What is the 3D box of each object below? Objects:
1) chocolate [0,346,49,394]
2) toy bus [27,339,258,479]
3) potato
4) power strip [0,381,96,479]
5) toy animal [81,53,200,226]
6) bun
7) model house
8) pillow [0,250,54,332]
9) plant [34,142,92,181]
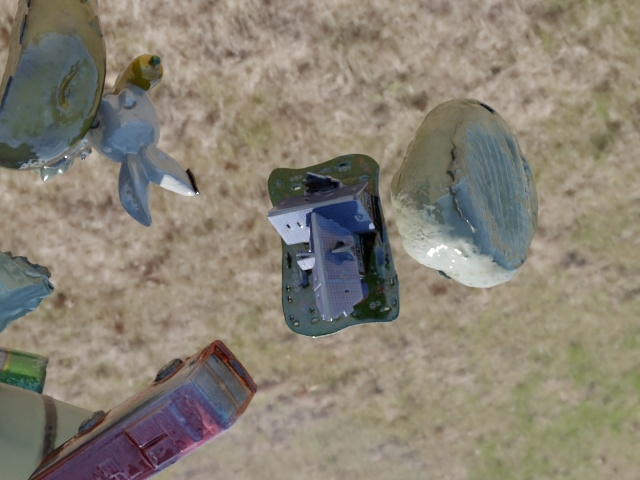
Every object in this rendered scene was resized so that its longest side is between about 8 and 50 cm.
[{"bbox_3d":[-0.529,0.177,1.416,0.291,0.110,0.110,16,140,-15],"label":"chocolate"},{"bbox_3d":[-0.141,0.155,0.797,0.192,0.065,0.077,-35,-170,19],"label":"toy bus"},{"bbox_3d":[-0.250,-0.181,0.969,0.098,0.243,0.138,13,171,-23],"label":"potato"},{"bbox_3d":[-0.358,0.311,1.080,0.161,0.358,0.357,22,134,-22],"label":"power strip"},{"bbox_3d":[-0.187,-0.113,1.068,0.131,0.182,0.127,-41,118,0],"label":"toy animal"},{"bbox_3d":[0.173,-0.056,1.265,0.141,0.239,0.239,-8,162,34],"label":"bun"},{"bbox_3d":[0.000,0.000,0.914,0.117,0.167,0.088,-8,171,16],"label":"model house"},{"bbox_3d":[-0.448,0.066,0.954,0.310,0.283,0.138,-53,-173,-8],"label":"pillow"},{"bbox_3d":[-0.453,-0.192,1.749,0.194,0.129,0.132,-36,178,33],"label":"plant"}]
